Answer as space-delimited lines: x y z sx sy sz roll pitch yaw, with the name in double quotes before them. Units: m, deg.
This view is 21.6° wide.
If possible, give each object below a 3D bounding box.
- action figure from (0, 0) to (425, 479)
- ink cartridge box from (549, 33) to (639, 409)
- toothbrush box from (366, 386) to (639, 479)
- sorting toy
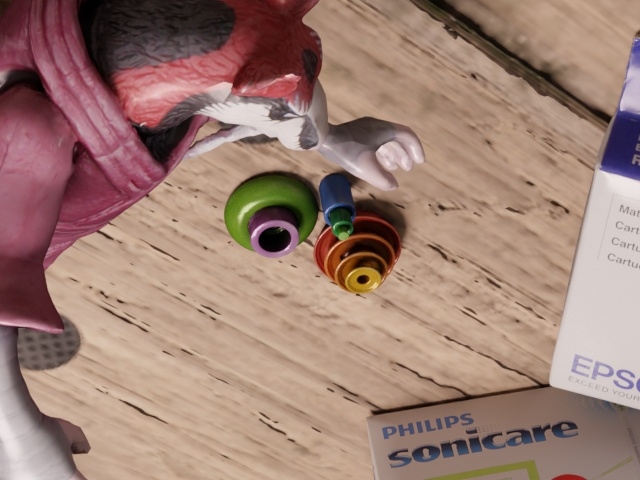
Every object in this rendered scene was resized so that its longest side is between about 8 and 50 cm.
"action figure" -0.133 -0.051 0.723 0.370 0.248 0.275 -27 105 40
"ink cartridge box" 0.248 0.016 0.895 0.223 0.045 0.224 14 130 11
"toothbrush box" 0.149 0.222 0.951 0.206 0.283 0.122 -9 130 0
"sorting toy" 0.000 0.000 0.900 0.102 0.042 0.061 16 126 -20
